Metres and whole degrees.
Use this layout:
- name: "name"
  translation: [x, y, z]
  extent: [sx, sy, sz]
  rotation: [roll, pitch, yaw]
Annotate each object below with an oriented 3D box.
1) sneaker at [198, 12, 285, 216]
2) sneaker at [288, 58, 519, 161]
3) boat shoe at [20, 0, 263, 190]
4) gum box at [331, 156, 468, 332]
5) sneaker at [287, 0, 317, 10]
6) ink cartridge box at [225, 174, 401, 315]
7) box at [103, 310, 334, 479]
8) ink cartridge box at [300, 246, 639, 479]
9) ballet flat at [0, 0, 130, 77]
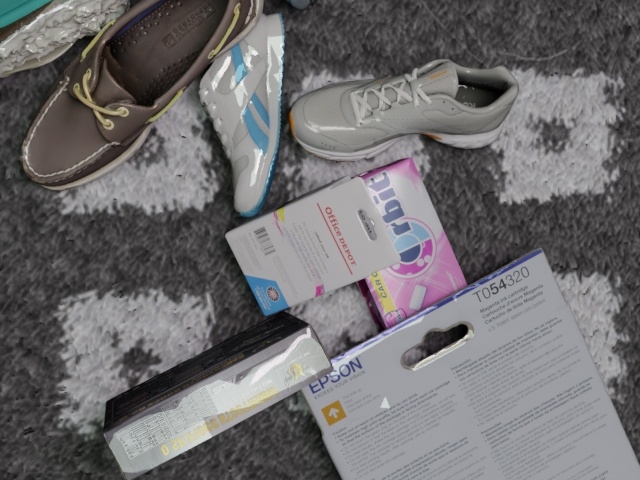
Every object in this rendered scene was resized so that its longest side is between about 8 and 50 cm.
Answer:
- name: "sneaker"
  translation: [-0.088, -0.139, 1.129]
  extent: [0.092, 0.087, 0.229]
  rotation: [2, 84, -4]
- name: "sneaker"
  translation: [0.095, -0.159, 1.130]
  extent: [0.262, 0.121, 0.099]
  rotation: [-8, 71, -13]
- name: "boat shoe"
  translation: [-0.198, -0.169, 1.056]
  extent: [0.324, 0.097, 0.116]
  rotation: [-39, 92, 11]
- name: "gum box"
  translation: [0.083, 0.003, 1.170]
  extent: [0.107, 0.062, 0.188]
  rotation: [-25, 96, -10]
- name: "sneaker"
  translation: [-0.125, -0.319, 1.120]
  extent: [0.262, 0.104, 0.125]
  rotation: [35, 102, -6]
- name: "ink cartridge box"
  translation: [0.000, 0.000, 1.106]
  extent: [0.181, 0.061, 0.104]
  rotation: [-22, 98, 29]
- name: "box"
  translation: [-0.113, 0.155, 1.075]
  extent: [0.231, 0.183, 0.056]
  rotation: [-27, 96, -10]
- name: "ink cartridge box"
  translation: [0.175, 0.220, 1.185]
  extent: [0.324, 0.071, 0.330]
  rotation: [-27, 98, -8]
- name: "ballet flat"
  translation: [-0.369, -0.190, 1.041]
  extent: [0.409, 0.147, 0.147]
  rotation: [-27, 96, -10]
